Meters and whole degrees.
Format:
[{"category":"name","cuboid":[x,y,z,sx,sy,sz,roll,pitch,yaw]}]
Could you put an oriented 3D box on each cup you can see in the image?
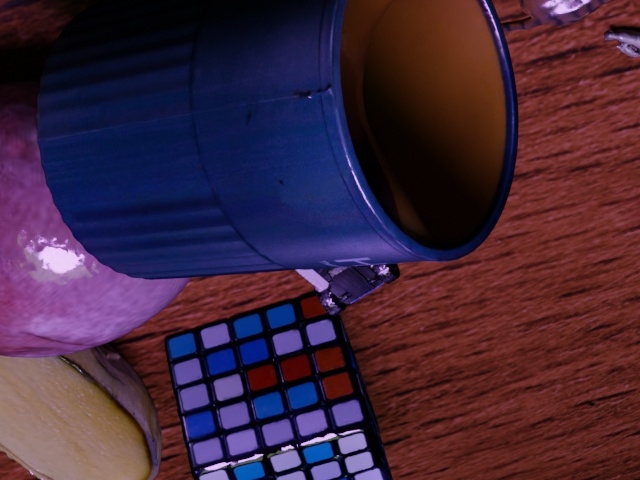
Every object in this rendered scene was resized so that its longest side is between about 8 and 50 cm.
[{"category":"cup","cuboid":[-0.024,-0.109,1.463,0.292,0.308,0.242,-7,119,35]}]

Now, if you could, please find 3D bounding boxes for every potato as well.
[{"category":"potato","cuboid":[-0.253,0.133,1.855,0.160,0.111,0.272,-24,128,29]}]

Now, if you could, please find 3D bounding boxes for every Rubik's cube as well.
[{"category":"Rubik's cube","cuboid":[-0.037,0.190,1.932,0.187,0.182,0.184,-16,137,0]}]

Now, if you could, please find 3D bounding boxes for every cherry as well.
[{"category":"cherry","cuboid":[-0.237,-0.011,1.639,0.261,0.221,0.307,14,147,-30]}]

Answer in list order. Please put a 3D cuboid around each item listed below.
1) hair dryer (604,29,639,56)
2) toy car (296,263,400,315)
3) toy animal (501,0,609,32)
[{"category":"hair dryer","cuboid":[0.350,-0.139,1.809,0.237,0.075,0.206,21,133,-24]},{"category":"toy car","cuboid":[0.000,0.000,1.825,0.080,0.070,0.170,-32,137,16]},{"category":"toy animal","cuboid":[0.204,-0.218,1.626,0.255,0.116,0.114,-37,132,21]}]
